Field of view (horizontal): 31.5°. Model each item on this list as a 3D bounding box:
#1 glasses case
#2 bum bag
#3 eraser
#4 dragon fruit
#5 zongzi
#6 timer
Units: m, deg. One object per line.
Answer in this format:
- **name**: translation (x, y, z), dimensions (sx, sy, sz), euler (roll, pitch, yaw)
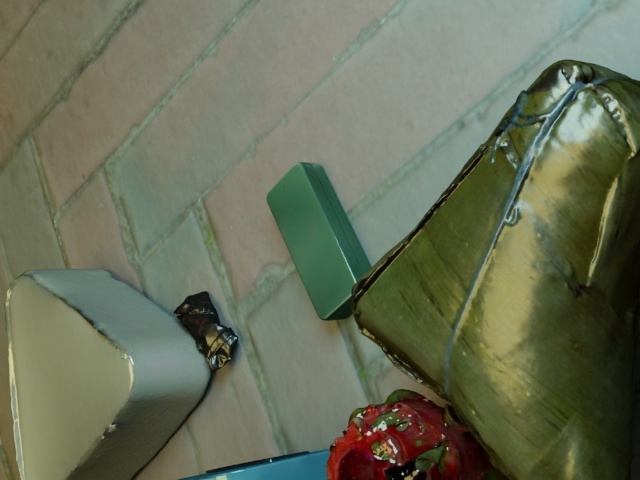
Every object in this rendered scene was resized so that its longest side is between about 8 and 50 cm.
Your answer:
- **glasses case**: translation (0.000, 0.000, 1.344), dimensions (0.078, 0.039, 0.184), euler (-44, 59, 35)
- **bum bag**: translation (-0.149, 0.115, 1.496), dimensions (0.058, 0.034, 0.124), euler (-42, 57, 6)
- **eraser**: translation (-0.327, 0.168, 1.600), dimensions (0.331, 0.150, 0.331), euler (2, 93, 45)
- **dragon fruit**: translation (0.103, 0.235, 1.133), dimensions (0.160, 0.172, 0.166), euler (-52, 58, 41)
- **zongzi**: translation (0.244, 0.063, 1.000), dimensions (0.356, 0.174, 0.393), euler (-55, 54, 25)
- **timer**: translation (-0.072, 0.287, 1.259), dimensions (0.232, 0.250, 0.091), euler (-20, 73, 44)
